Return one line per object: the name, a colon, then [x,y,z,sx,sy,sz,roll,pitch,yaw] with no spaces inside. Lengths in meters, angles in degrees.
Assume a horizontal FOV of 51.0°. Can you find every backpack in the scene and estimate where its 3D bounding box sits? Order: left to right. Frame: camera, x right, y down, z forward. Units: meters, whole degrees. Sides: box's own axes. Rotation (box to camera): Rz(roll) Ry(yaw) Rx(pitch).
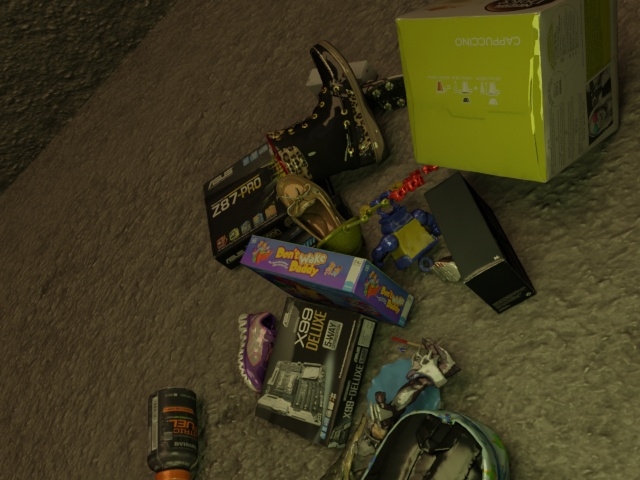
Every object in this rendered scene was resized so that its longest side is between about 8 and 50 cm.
backpack: [0.204,0.490,1.255,0.290,0.273,0.355,17,97,45]

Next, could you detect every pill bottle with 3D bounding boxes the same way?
pill bottle: [-0.385,0.519,1.754,0.130,0.130,0.245,-27,50,22]

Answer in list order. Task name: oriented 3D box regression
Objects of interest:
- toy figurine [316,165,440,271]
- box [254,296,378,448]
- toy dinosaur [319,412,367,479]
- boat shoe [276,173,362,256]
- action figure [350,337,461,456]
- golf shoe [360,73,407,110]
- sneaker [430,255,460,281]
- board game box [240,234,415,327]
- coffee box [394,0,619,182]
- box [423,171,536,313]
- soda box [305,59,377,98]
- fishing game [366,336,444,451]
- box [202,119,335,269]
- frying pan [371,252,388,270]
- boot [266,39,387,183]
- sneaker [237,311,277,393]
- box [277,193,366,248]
toy figurine: [0.193,-0.009,1.564,0.362,0.217,0.191,-36,6,-32]
box: [-0.013,0.306,1.598,0.242,0.076,0.307,10,82,41]
toy dinosaur: [0.056,0.518,1.454,0.118,0.064,0.268,30,86,41]
boat shoe: [-0.008,-0.067,1.720,0.285,0.089,0.104,42,103,12]
action figure: [0.159,0.335,1.381,0.099,0.185,0.285,42,82,11]
golf shoe: [0.163,-0.432,1.949,0.273,0.105,0.120,-19,46,27]
sneaker: [0.296,0.052,1.523,0.065,0.061,0.158,-43,2,-7]
board game box: [0.014,0.094,1.574,0.347,0.233,0.078,12,73,40]
coffee box: [0.410,-0.359,1.455,0.338,0.338,0.334,16,37,44]
box: [0.346,0.004,1.472,0.103,0.184,0.261,-32,48,18]
soda box: [0.064,-0.498,2.083,0.216,0.074,0.069,2,65,39]
fishing game: [0.187,0.352,1.480,0.189,0.041,0.264,8,77,41]
box: [-0.162,-0.137,2.016,0.395,0.097,0.318,-30,47,18]
frying pan: [0.092,0.102,1.701,0.197,0.053,0.326,4,64,38]
boot: [-0.015,-0.335,1.840,0.284,0.138,0.377,-26,89,-4]
sneaker: [-0.153,0.281,1.755,0.105,0.095,0.236,-21,51,17]
box: [0.000,0.000,1.836,0.220,0.051,0.175,-35,47,15]
